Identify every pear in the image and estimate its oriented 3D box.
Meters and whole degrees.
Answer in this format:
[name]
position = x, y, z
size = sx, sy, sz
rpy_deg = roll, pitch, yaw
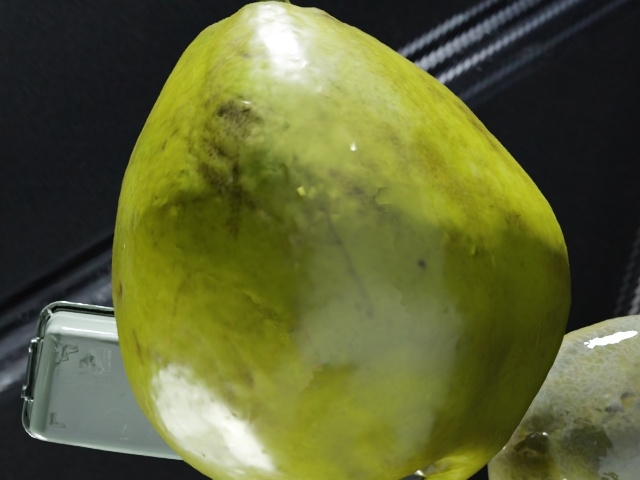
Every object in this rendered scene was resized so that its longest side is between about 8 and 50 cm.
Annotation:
[pear]
position = 0.000, 0.000, 0.868
size = 0.287, 0.287, 0.375
rpy_deg = -8, -102, -21

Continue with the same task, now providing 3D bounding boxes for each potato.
[potato]
position = 0.245, 0.156, 1.076
size = 0.235, 0.160, 0.178
rpy_deg = -22, -78, -2

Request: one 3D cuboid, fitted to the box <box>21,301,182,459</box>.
[box]
position = -0.166, 0.124, 1.137
size = 0.172, 0.093, 0.124
rpy_deg = 8, -89, -7
